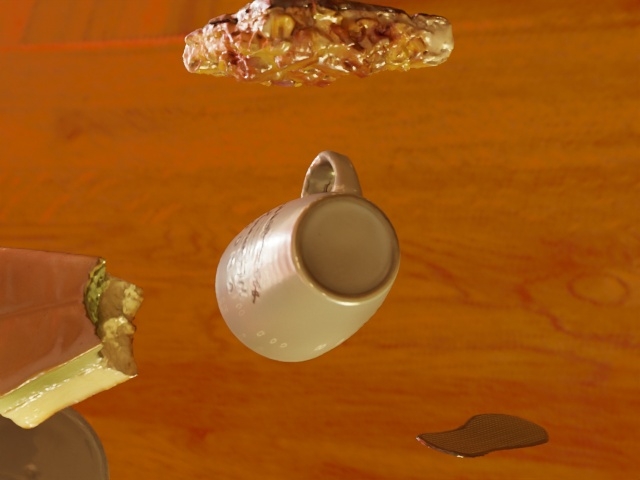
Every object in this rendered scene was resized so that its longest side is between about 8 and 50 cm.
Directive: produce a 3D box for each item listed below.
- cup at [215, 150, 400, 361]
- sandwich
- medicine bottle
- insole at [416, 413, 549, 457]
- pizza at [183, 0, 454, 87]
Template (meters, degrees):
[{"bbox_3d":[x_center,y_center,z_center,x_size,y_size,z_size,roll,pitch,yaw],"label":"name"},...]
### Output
[{"bbox_3d":[0.000,0.000,1.696,0.186,0.234,0.258,17,70,-15],"label":"cup"},{"bbox_3d":[-0.303,0.072,1.581,0.186,0.108,0.220,-28,56,8],"label":"sandwich"},{"bbox_3d":[-0.410,0.334,1.776,0.306,0.245,0.245,-43,42,52],"label":"medicine bottle"},{"bbox_3d":[0.179,0.206,1.490,0.086,0.253,0.005,18,99,29],"label":"insole"},{"bbox_3d":[-0.013,-0.283,2.030,0.409,0.278,0.114,-3,89,9],"label":"pizza"}]
